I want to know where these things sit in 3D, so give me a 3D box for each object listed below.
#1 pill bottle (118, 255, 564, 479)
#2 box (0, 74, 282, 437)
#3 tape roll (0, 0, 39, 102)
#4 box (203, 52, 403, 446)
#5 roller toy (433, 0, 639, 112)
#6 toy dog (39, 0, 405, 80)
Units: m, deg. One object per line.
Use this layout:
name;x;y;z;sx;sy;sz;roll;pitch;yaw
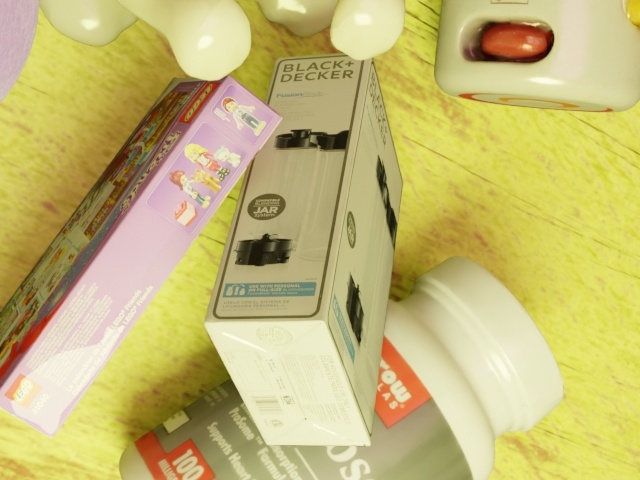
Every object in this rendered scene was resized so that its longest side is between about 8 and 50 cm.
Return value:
pill bottle;0.023;0.179;0.918;0.363;0.210;0.210;-33;107;-13
box;-0.163;-0.002;0.830;0.057;0.201;0.293;37;85;-21
tape roll;-0.362;-0.197;0.791;0.275;0.090;0.275;-3;99;-20
box;0.000;0.000;0.828;0.087;0.290;0.169;-3;137;15
roller toy;0.206;-0.199;0.936;0.191;0.209;0.146;5;95;-14
toy dog;-0.033;-0.308;0.722;0.284;0.408;0.395;2;97;-21
